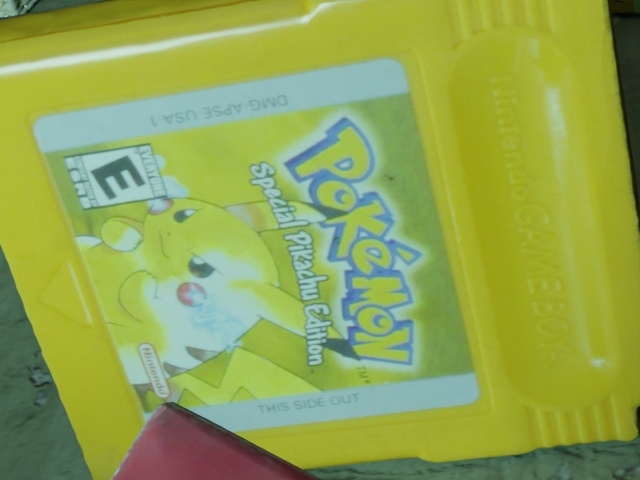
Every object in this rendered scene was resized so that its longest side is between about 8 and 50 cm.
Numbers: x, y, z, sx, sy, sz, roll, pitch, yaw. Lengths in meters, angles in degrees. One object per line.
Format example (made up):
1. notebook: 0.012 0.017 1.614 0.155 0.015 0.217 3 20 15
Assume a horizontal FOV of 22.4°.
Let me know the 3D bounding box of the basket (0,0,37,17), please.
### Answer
1. basket: -0.327 -0.265 1.457 0.167 0.103 0.113 4 40 24

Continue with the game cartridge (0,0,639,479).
1. game cartridge: 0.000 0.000 0.823 0.323 0.285 0.053 -7 33 14

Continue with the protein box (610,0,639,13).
1. protein box: 0.209 -0.282 1.244 0.201 0.136 0.200 6 41 28

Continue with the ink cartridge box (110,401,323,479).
1. ink cartridge box: 0.084 0.246 0.366 0.384 0.279 0.160 25 51 12
